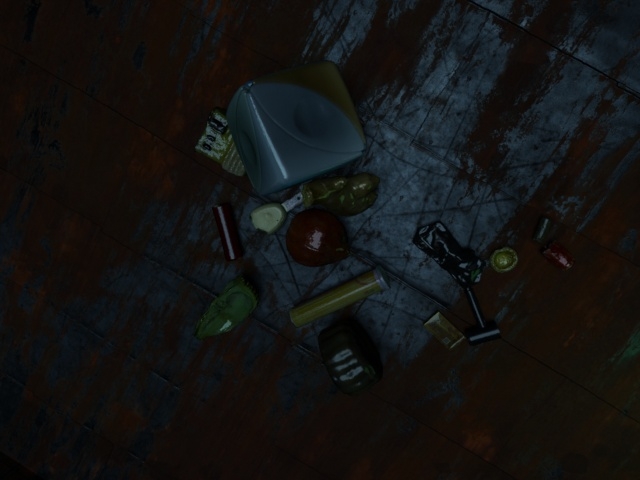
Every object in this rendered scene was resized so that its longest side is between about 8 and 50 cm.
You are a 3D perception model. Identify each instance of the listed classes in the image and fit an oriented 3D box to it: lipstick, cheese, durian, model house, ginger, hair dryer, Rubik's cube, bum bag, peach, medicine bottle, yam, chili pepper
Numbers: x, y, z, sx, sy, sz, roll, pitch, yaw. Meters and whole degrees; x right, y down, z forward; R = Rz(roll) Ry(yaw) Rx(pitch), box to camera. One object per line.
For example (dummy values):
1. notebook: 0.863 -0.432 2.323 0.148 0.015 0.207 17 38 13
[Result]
1. lipstick: -0.388 -0.035 1.761 0.080 0.080 0.241 -11 100 12
2. cheese: -0.164 -0.118 1.718 0.256 0.050 0.127 -29 95 14
3. durian: -0.393 0.300 1.769 0.163 0.198 0.394 44 107 -2
4. model house: -0.337 -0.380 1.651 0.234 0.174 0.193 29 104 -7
5. ginger: 0.090 -0.156 1.503 0.237 0.375 0.165 -1 98 18
6. hair dryer: 0.604 0.286 1.665 0.128 0.070 0.255 -24 89 14
7. Rubik's cube: -0.092 -0.372 1.446 0.352 0.352 0.347 -25 99 -23
8. bum bag: 0.500 0.049 1.624 0.310 0.074 0.137 42 108 2
9. peach: 0.000 0.000 1.620 0.257 0.232 0.232 33 106 21
10. medicine bottle: 0.072 0.236 1.719 0.426 0.108 0.108 -27 95 14
11. yam: 0.823 -0.040 1.562 0.043 0.043 0.094 18 102 6
12. chili pepper: 0.882 0.060 1.560 0.123 0.073 0.070 43 147 2

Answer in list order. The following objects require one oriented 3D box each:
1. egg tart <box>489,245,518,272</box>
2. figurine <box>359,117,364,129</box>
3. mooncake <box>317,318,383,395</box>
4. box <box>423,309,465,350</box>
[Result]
1. egg tart: 0.698 0.072 1.608 0.105 0.039 0.105 2 101 10
2. figurine: 0.133 -0.408 1.610 0.072 0.054 0.129 6 110 24
3. mooncake: 0.122 0.454 1.663 0.161 0.290 0.290 -31 94 13
4. box: 0.504 0.367 1.711 0.156 0.022 0.089 42 106 0
